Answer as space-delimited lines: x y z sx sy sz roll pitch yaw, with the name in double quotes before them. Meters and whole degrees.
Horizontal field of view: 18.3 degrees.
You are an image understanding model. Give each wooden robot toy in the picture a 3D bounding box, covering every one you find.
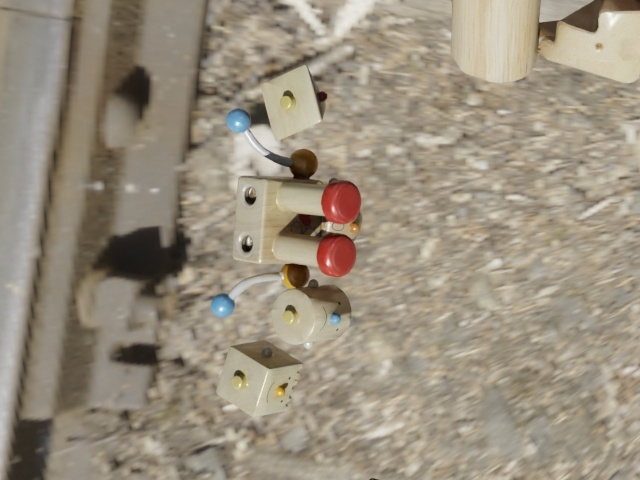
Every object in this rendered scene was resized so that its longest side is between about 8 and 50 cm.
"wooden robot toy" 0.000 0.000 0.983 0.076 0.079 0.173 10 98 37

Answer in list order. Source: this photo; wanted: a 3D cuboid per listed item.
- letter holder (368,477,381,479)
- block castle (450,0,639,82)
"letter holder" 0.108 0.288 1.070 0.152 0.301 0.214 -38 38 53
"block castle" 0.256 -0.284 1.262 0.453 0.303 0.213 -9 132 -11
